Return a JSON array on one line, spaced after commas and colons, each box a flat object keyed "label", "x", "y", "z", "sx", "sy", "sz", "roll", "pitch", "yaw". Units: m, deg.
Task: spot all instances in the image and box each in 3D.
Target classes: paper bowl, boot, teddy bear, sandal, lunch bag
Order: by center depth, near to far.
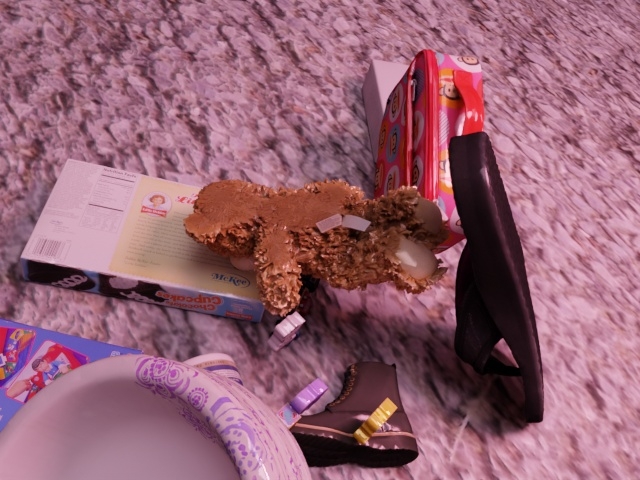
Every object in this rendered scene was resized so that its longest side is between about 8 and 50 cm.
[{"label": "paper bowl", "x": -0.136, "y": 0.245, "z": 0.481, "sx": 0.284, "sy": 0.148, "sz": 0.284, "roll": -7, "pitch": 68, "yaw": 17}, {"label": "boot", "x": 0.020, "y": 0.211, "z": 0.759, "sx": 0.198, "sy": 0.077, "sz": 0.137, "roll": 15, "pitch": 43, "yaw": -22}, {"label": "sandal", "x": 0.211, "y": 0.064, "z": 0.763, "sx": 0.107, "sy": 0.445, "sz": 0.167, "roll": -11, "pitch": 34, "yaw": 22}, {"label": "teddy bear", "x": 0.000, "y": 0.000, "z": 0.767, "sx": 0.338, "sy": 0.113, "sz": 0.245, "roll": -6, "pitch": 45, "yaw": 1}, {"label": "lunch bag", "x": 0.175, "y": -0.134, "z": 0.917, "sx": 0.120, "sy": 0.258, "sz": 0.293, "roll": 6, "pitch": 75, "yaw": -12}]

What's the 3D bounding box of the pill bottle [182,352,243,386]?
[{"label": "pill bottle", "x": -0.118, "y": 0.224, "z": 0.679, "sx": 0.094, "sy": 0.094, "sz": 0.169, "roll": -11, "pitch": 56, "yaw": -26}]

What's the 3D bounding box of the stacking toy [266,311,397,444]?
[{"label": "stacking toy", "x": -0.038, "y": 0.193, "z": 0.643, "sx": 0.167, "sy": 0.052, "sz": 0.221, "roll": 43, "pitch": 45, "yaw": 14}]

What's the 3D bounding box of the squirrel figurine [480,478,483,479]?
[{"label": "squirrel figurine", "x": 0.071, "y": 0.356, "z": 0.431, "sx": 0.281, "sy": 0.370, "sz": 0.397, "roll": 23, "pitch": 38, "yaw": -15}]

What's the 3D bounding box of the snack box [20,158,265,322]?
[{"label": "snack box", "x": -0.228, "y": -0.001, "z": 0.851, "sx": 0.322, "sy": 0.060, "sz": 0.187, "roll": 12, "pitch": 51, "yaw": -9}]

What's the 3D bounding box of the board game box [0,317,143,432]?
[{"label": "board game box", "x": -0.347, "y": 0.251, "z": 0.594, "sx": 0.234, "sy": 0.078, "sz": 0.347, "roll": 15, "pitch": 49, "yaw": -6}]

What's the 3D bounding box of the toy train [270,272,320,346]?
[{"label": "toy train", "x": -0.032, "y": 0.094, "z": 0.860, "sx": 0.036, "sy": 0.027, "sz": 0.158, "roll": 31, "pitch": 48, "yaw": -6}]

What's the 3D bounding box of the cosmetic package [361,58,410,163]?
[{"label": "cosmetic package", "x": 0.156, "y": -0.250, "z": 1.166, "sx": 0.118, "sy": 0.085, "sz": 0.231, "roll": 7, "pitch": 48, "yaw": -13}]
